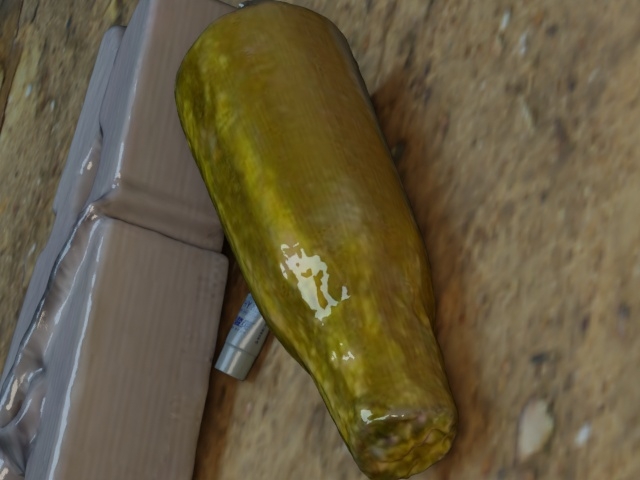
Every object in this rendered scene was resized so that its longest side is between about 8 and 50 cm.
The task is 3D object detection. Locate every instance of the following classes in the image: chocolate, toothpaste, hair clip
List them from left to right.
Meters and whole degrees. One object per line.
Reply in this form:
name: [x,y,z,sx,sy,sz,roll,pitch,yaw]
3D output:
hair clip: [-0.091,0.053,0.835,0.101,0.085,0.330,-28,45,62]
toothpaste: [-0.021,0.019,0.808,0.024,0.015,0.083,23,86,55]
chocolate: [0.000,0.000,0.712,0.085,0.086,0.219,-53,35,27]
